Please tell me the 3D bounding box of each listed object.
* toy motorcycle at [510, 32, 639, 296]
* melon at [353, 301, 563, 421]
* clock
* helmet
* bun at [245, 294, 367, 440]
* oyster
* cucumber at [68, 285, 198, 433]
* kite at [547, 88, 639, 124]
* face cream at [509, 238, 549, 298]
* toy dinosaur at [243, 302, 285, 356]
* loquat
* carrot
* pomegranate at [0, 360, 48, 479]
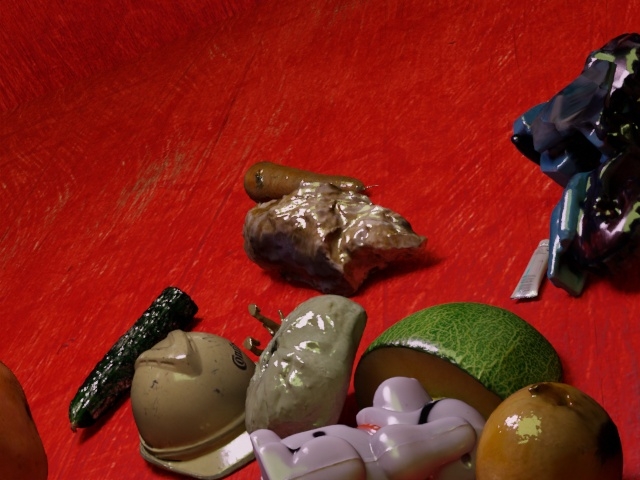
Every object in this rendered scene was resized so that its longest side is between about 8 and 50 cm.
[{"bbox_3d":[0.351,-0.093,1.689,0.232,0.172,0.416,-38,30,39],"label":"toy motorcycle"},{"bbox_3d":[0.160,0.123,1.490,0.265,0.129,0.169,-1,32,47],"label":"melon"},{"bbox_3d":[0.070,0.238,1.314,0.254,0.189,0.189,-25,23,-11],"label":"clock"},{"bbox_3d":[-0.165,0.189,1.683,0.204,0.137,0.257,-40,27,-25],"label":"helmet"},{"bbox_3d":[-0.023,0.161,1.530,0.221,0.108,0.221,-158,90,-88],"label":"bun"},{"bbox_3d":[-0.002,0.004,1.902,0.341,0.166,0.110,17,38,36],"label":"oyster"},{"bbox_3d":[-0.287,0.179,1.924,0.067,0.068,0.293,-4,35,42],"label":"cucumber"},{"bbox_3d":[0.482,-0.221,1.984,0.377,0.013,0.327,-36,26,-19],"label":"kite"},{"bbox_3d":[0.277,0.038,1.664,0.038,0.020,0.115,-8,31,35],"label":"face cream"},{"bbox_3d":[-0.047,0.151,1.735,0.039,0.126,0.162,-43,46,22],"label":"toy dinosaur"},{"bbox_3d":[0.217,0.210,1.228,0.137,0.163,0.163,4,32,12],"label":"loquat"},{"bbox_3d":[-0.018,-0.093,2.193,0.298,0.078,0.078,5,40,45],"label":"carrot"},{"bbox_3d":[-0.522,0.305,1.610,0.410,0.410,0.410,-23,24,11],"label":"pomegranate"}]
